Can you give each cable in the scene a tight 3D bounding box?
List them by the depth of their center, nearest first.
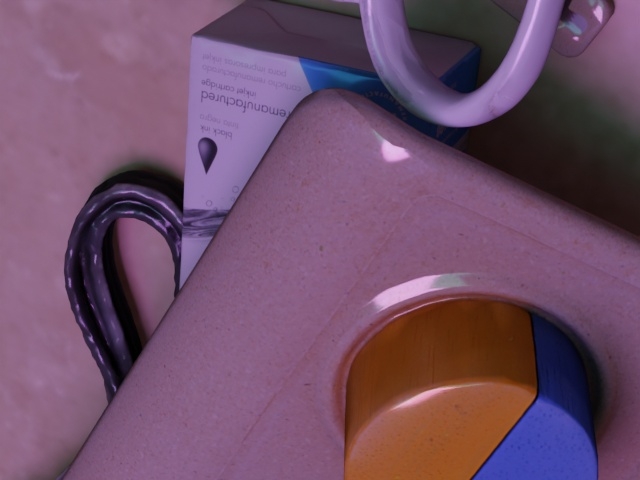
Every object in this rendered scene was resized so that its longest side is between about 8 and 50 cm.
[{"bbox_3d":[-0.090,0.114,0.778,0.139,0.072,0.287,23,120,6],"label":"cable"}]

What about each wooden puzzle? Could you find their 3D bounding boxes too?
[{"bbox_3d":[0.075,0.143,0.662,0.348,0.080,0.322,27,123,-11],"label":"wooden puzzle"}]

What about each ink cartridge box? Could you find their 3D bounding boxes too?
[{"bbox_3d":[0.000,0.000,0.692,0.104,0.060,0.180,14,118,17],"label":"ink cartridge box"}]

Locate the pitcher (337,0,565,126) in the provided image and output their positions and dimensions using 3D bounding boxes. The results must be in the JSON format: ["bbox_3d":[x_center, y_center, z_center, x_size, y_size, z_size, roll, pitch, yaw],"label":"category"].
[{"bbox_3d":[0.057,-0.148,0.528,0.207,0.125,0.177,-36,86,42],"label":"pitcher"}]

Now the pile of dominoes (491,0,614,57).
[{"bbox_3d":[0.061,-0.196,0.588,0.251,0.040,0.196,39,122,3],"label":"pile of dominoes"}]
